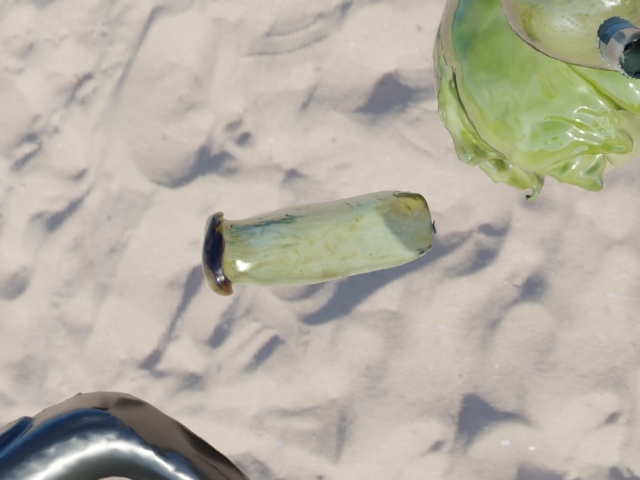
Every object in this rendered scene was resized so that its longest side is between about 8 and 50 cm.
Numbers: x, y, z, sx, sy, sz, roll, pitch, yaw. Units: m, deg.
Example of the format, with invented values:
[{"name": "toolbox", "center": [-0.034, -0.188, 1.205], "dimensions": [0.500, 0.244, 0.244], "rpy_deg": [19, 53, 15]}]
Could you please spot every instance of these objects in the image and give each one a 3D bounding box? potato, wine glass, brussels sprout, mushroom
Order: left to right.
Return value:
[{"name": "mushroom", "center": [0.000, 0.000, 1.289], "dimensions": [0.081, 0.312, 0.100], "rpy_deg": [6, 103, 60]}, {"name": "brussels sprout", "center": [0.347, -0.284, 1.546], "dimensions": [0.425, 0.342, 0.361], "rpy_deg": [-34, 101, 28]}, {"name": "potato", "center": [0.298, -0.244, 1.059], "dimensions": [0.174, 0.251, 0.159], "rpy_deg": [15, 94, 57]}, {"name": "wine glass", "center": [0.233, -0.146, 0.815], "dimensions": [0.039, 0.083, 0.042], "rpy_deg": [-13, 106, 10]}]

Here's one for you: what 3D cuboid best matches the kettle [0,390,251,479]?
[{"name": "kettle", "center": [-0.136, 0.221, 0.474], "dimensions": [0.251, 0.207, 0.271], "rpy_deg": [-29, 106, 37]}]
